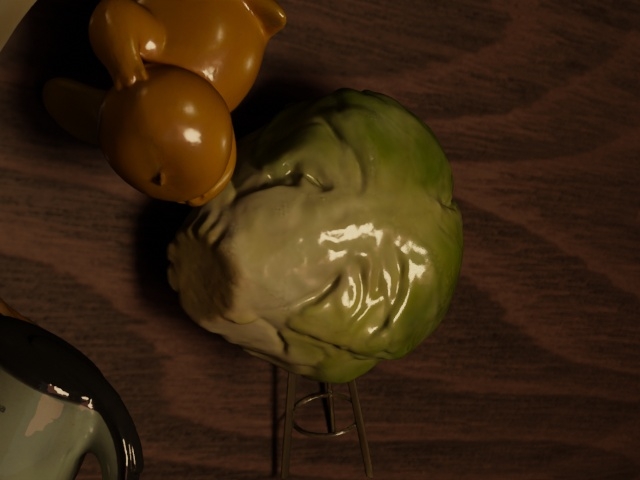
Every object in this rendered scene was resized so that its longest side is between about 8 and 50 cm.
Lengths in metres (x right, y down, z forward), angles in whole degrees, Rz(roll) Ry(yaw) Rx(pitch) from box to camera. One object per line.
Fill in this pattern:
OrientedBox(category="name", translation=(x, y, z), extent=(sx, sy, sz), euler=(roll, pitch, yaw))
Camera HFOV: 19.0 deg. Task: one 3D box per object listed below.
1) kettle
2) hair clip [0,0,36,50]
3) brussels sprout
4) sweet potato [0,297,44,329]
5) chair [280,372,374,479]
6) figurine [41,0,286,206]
OrientedBox(category="kettle", translation=(-0.269, 0.202, 1.666), extent=(0.236, 0.221, 0.161), euler=(-60, 165, 9))
OrientedBox(category="hair clip", translation=(-0.261, -0.244, 1.581), extent=(0.282, 0.113, 0.172), euler=(-48, 163, -13))
OrientedBox(category="brussels sprout", translation=(0.008, 0.006, 1.913), extent=(0.316, 0.242, 0.274), euler=(-43, 127, -23))
OrientedBox(category="sweet potato", translation=(-0.284, 0.095, 1.759), extent=(0.075, 0.075, 0.273), euler=(-55, 134, -17))
OrientedBox(category="chair", translation=(0.008, 0.159, 2.092), extent=(0.104, 0.095, 0.221), euler=(-41, 133, -46))
OrientedBox(category="figurine", translation=(-0.134, -0.152, 1.721), extent=(0.228, 0.215, 0.215), euler=(-56, 138, -19))
